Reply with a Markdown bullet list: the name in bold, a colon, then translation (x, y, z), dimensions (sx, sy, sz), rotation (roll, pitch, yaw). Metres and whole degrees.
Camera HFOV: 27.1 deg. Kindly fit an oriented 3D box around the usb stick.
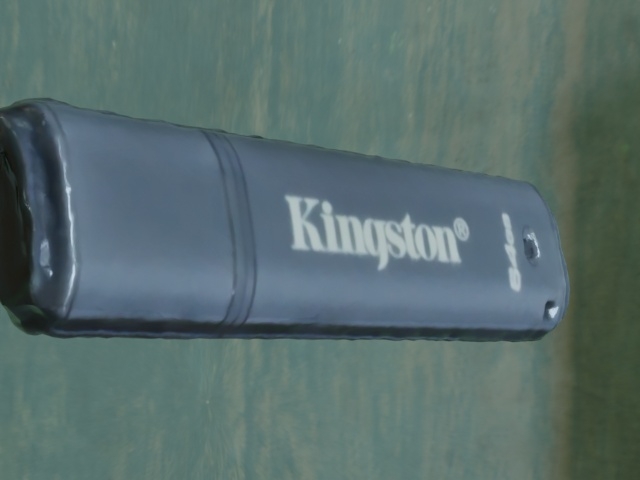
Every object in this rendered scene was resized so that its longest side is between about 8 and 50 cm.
- **usb stick**: translation (0.000, 0.000, 0.484), dimensions (0.278, 0.045, 0.077), rotation (6, 63, -46)
